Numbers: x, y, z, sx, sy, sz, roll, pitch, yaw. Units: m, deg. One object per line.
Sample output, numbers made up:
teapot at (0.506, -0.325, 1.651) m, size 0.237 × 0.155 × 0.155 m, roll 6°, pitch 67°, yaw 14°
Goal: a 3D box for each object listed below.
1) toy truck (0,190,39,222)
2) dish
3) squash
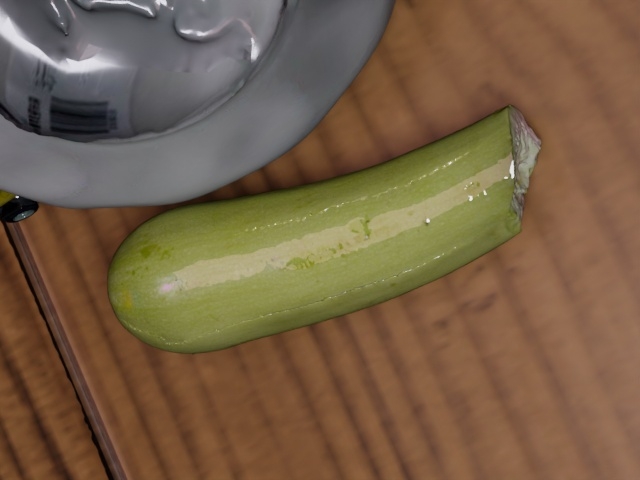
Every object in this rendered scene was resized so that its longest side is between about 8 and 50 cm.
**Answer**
toy truck at (-0.163, -0.050, 1.085) m, size 0.083 × 0.054 × 0.049 m, roll -30°, pitch 79°, yaw 17°
dish at (-0.105, -0.147, 0.941) m, size 0.324 × 0.124 × 0.324 m, roll -3°, pitch 116°, yaw -5°
squash at (0.000, 0.000, 1.012) m, size 0.250 × 0.083 × 0.083 m, roll -18°, pitch 83°, yaw 17°
